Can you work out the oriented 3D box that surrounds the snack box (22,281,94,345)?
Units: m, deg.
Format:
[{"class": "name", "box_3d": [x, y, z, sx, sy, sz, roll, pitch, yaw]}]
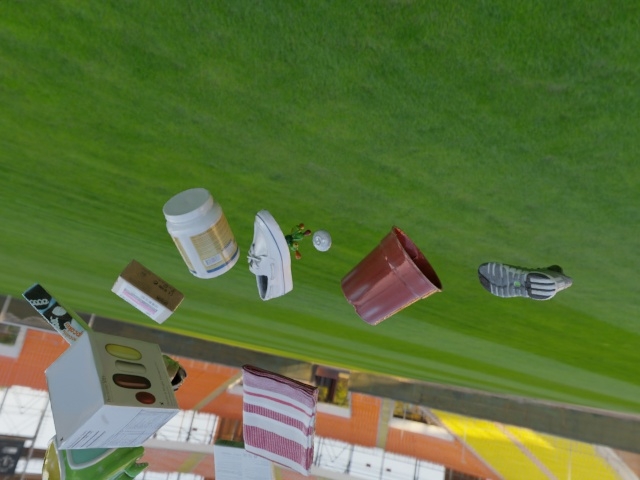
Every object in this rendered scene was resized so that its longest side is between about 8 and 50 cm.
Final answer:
[{"class": "snack box", "box_3d": [-0.747, 0.276, 1.427, 0.321, 0.060, 0.187, 36, 157, 17]}]

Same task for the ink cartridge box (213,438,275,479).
[{"class": "ink cartridge box", "box_3d": [-0.274, 0.841, 1.689, 0.223, 0.224, 0.045, 2, -171, 13]}]

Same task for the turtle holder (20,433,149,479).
[{"class": "turtle holder", "box_3d": [-0.671, 0.639, 1.304, 0.227, 0.320, 0.243, 52, 153, 9]}]

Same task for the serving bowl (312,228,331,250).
[{"class": "serving bowl", "box_3d": [0.000, 0.000, 1.723, 0.083, 0.084, 0.027, -4, -175, 43]}]

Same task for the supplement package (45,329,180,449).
[{"class": "supplement package", "box_3d": [-0.460, 0.333, 1.040, 0.203, 0.149, 0.194, 33, -163, -54]}]

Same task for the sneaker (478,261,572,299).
[{"class": "sneaker", "box_3d": [0.517, 0.096, 1.166, 0.132, 0.086, 0.228, -9, -169, -26]}]

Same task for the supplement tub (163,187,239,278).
[{"class": "supplement tub", "box_3d": [-0.304, -0.019, 1.197, 0.144, 0.144, 0.200, 4, 131, 25]}]

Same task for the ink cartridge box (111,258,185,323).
[{"class": "ink cartridge box", "box_3d": [-0.651, 0.197, 1.756, 0.234, 0.088, 0.193, 38, 142, -12]}]

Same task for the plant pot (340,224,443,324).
[{"class": "plant pot", "box_3d": [0.229, 0.134, 1.600, 0.265, 0.273, 0.272, -38, 142, 17]}]

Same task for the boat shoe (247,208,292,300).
[{"class": "boat shoe", "box_3d": [-0.121, 0.046, 1.056, 0.095, 0.084, 0.258, 42, 152, 41]}]

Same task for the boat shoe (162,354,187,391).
[{"class": "boat shoe", "box_3d": [-0.471, 0.420, 1.420, 0.110, 0.122, 0.341, 26, 160, 1]}]

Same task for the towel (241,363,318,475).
[{"class": "towel", "box_3d": [-0.127, 0.534, 1.373, 0.236, 0.330, 0.037, 12, -155, 20]}]

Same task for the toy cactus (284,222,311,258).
[{"class": "toy cactus", "box_3d": [-0.135, 0.013, 1.723, 0.180, 0.112, 0.219, -16, -165, 24]}]
